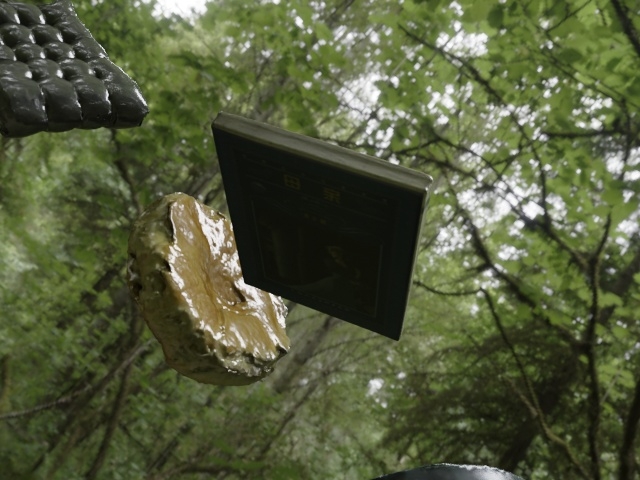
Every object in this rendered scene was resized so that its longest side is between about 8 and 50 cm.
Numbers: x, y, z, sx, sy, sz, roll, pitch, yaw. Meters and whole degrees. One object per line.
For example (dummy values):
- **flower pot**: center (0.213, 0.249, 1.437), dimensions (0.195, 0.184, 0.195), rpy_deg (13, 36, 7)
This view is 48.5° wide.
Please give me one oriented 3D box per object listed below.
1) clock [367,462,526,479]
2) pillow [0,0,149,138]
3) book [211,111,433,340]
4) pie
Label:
- **clock**: center (0.084, 0.392, 0.772), dimensions (0.386, 0.386, 0.076), rpy_deg (57, 7, -40)
- **pillow**: center (-0.441, -0.274, 1.109), dimensions (0.326, 0.228, 0.101), rpy_deg (51, -45, 28)
- **book**: center (0.000, 0.000, 0.682), dimensions (0.190, 0.025, 0.269), rpy_deg (19, -31, 12)
- **pie**: center (-0.165, 0.073, 1.092), dimensions (0.339, 0.083, 0.340), rpy_deg (45, 24, -27)
